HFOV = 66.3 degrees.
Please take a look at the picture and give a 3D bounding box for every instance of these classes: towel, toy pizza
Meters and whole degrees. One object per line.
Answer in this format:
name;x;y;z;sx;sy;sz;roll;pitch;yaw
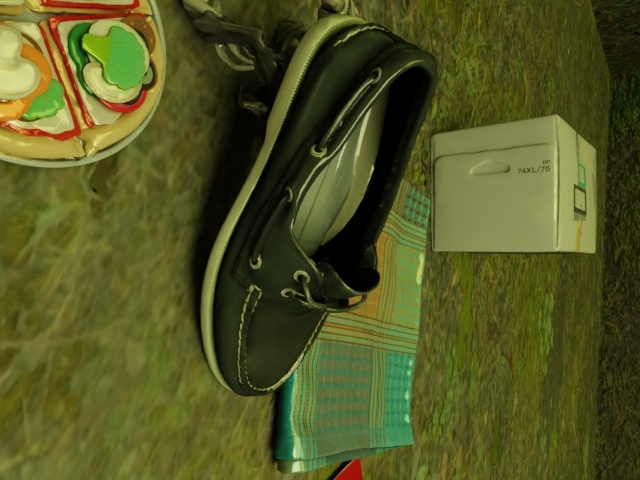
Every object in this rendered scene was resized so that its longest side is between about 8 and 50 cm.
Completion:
towel;0.059;0.080;0.612;0.271;0.040;0.371;20;73;-50
toy pizza;-0.183;-0.149;0.319;0.201;0.032;0.202;2;87;-51

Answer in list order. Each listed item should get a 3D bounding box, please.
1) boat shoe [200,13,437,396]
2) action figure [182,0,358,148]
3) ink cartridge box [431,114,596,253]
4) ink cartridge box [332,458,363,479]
boat shoe;0.003;0.000;0.398;0.127;0.113;0.340;11;105;-48
action figure;-0.024;-0.193;0.445;0.164;0.140;0.276;-4;118;-59
ink cartridge box;0.336;-0.076;0.836;0.270;0.198;0.198;3;87;-50
ink cartridge box;0.025;0.432;0.485;0.309;0.129;0.272;-26;108;-48
